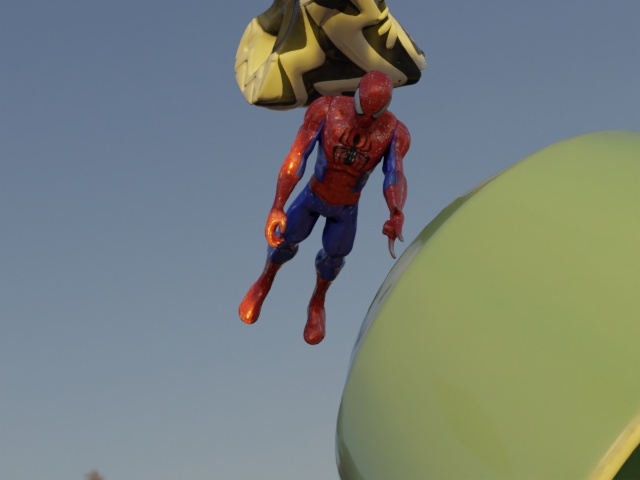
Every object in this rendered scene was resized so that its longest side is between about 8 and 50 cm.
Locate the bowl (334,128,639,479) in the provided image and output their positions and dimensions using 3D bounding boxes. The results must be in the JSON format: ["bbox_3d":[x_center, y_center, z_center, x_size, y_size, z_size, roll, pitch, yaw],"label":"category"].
[{"bbox_3d":[0.128,0.076,0.535,0.311,0.163,0.311,-25,-45,-28],"label":"bowl"}]

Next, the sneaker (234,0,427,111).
[{"bbox_3d":[0.041,-0.199,1.009,0.153,0.094,0.235,4,-51,-33],"label":"sneaker"}]

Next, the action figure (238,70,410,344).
[{"bbox_3d":[0.000,0.000,0.908,0.091,0.139,0.280,17,-46,-4],"label":"action figure"}]
